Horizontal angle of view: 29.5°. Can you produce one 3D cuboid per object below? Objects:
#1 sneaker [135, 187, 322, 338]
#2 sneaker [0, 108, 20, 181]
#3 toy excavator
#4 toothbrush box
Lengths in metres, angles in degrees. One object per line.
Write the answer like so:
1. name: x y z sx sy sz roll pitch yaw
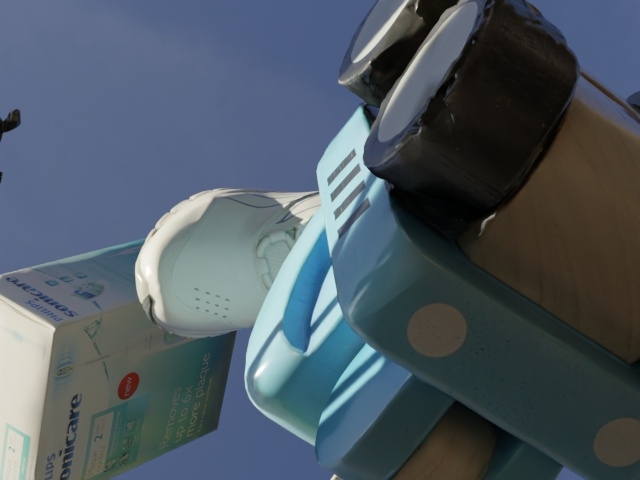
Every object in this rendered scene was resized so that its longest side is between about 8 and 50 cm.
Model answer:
1. sneaker: 0.000 0.000 0.915 0.297 0.129 0.111 -15 -85 -36
2. sneaker: -0.144 -0.046 0.441 0.069 0.098 0.038 -1 -112 6
3. toy excavator: 0.044 0.109 0.636 0.222 0.433 0.445 31 -72 -14
4. toothbrush box: -0.231 0.131 1.313 0.126 0.296 0.216 25 -67 31
